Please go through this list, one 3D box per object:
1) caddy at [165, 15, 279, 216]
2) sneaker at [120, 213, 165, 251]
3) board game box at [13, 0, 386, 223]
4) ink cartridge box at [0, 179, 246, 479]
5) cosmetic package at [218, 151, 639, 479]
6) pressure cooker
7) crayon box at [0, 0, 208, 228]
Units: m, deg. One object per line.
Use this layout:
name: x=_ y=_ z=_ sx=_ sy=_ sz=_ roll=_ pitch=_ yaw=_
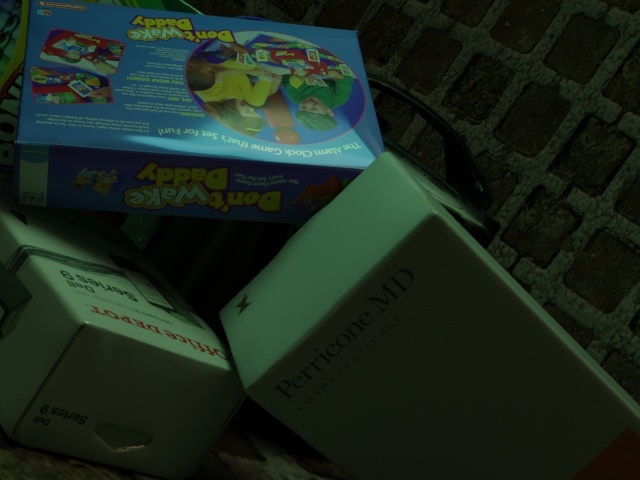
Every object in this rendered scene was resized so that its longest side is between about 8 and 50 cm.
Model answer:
caddy: x=-0.142 y=-0.170 z=1.597 sx=0.241 sy=0.341 sz=0.179 roll=47 pitch=29 yaw=-3
sneaker: x=-0.271 y=-0.014 z=1.683 sx=0.118 sy=0.083 sz=0.222 roll=25 pitch=-3 yaw=46
board game box: x=-0.121 y=-0.130 z=1.083 sx=0.347 sy=0.078 sz=0.233 roll=4 pitch=45 yaw=-13
ink cartridge box: x=-0.225 y=0.075 z=1.006 sx=0.211 sy=0.121 sz=0.289 roll=26 pitch=11 yaw=-46
cosmetic package: x=0.145 y=0.157 z=1.049 sx=0.453 sy=0.230 sz=0.161 roll=42 pitch=9 yaw=-26
pressure cooker: x=-0.003 y=-0.003 z=1.339 sx=0.375 sy=0.420 sz=0.370 roll=38 pitch=7 yaw=26
crayon box: x=-0.322 y=-0.167 z=1.229 sx=0.313 sy=0.363 sz=0.106 roll=32 pitch=8 yaw=-16
